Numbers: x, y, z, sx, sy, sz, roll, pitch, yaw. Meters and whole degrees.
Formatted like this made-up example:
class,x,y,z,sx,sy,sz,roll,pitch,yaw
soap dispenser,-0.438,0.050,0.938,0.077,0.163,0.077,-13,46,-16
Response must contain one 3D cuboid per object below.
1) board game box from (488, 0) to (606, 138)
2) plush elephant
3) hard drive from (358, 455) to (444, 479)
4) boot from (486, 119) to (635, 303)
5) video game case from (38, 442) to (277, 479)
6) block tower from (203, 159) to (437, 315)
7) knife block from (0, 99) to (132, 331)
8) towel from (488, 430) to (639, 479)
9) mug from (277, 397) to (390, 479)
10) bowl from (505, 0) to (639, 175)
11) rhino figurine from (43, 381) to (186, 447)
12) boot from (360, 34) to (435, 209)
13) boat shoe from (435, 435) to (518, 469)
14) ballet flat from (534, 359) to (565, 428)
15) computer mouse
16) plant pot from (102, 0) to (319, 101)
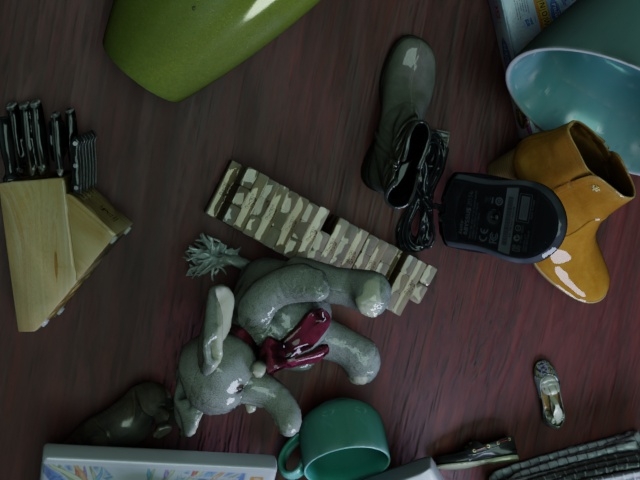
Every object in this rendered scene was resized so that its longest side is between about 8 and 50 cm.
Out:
class,x,y,z,sx,sy,sz,roll,pitch,yaw
board game box,0.418,-0.343,1.882,0.318,0.066,0.318,-16,103,-8
plush elephant,-0.085,0.155,1.758,0.330,0.272,0.255,23,59,4
hard drive,0.140,0.511,1.929,0.233,0.047,0.353,-23,111,16
boot,0.389,-0.035,1.849,0.295,0.211,0.104,51,60,-12
video game case,-0.249,0.422,1.833,0.329,0.036,0.300,5,123,-12
block tower,0.000,0.000,1.841,0.335,0.097,0.091,28,88,-13
knife block,-0.399,-0.046,1.751,0.242,0.088,0.275,41,104,-1
towel,0.420,0.456,1.993,0.284,0.121,0.235,-13,103,-9
mug,0.020,0.295,1.880,0.158,0.097,0.129,2,143,-15
bowl,0.432,-0.235,1.741,0.312,0.311,0.163,34,74,-15
rhino figurine,-0.310,0.293,1.832,0.243,0.106,0.073,-32,144,-4
boot,0.131,-0.170,1.805,0.083,0.161,0.246,12,97,-14
boat shoe,0.243,0.336,1.978,0.133,0.049,0.042,-10,73,-3
ballet flat,0.366,0.245,1.987,0.041,0.041,0.114,-15,102,-9
computer mouse,0.249,-0.046,1.839,0.072,0.272,0.188,1,104,-53
plant pot,-0.152,-0.338,1.688,0.275,0.275,0.293,35,107,-15
